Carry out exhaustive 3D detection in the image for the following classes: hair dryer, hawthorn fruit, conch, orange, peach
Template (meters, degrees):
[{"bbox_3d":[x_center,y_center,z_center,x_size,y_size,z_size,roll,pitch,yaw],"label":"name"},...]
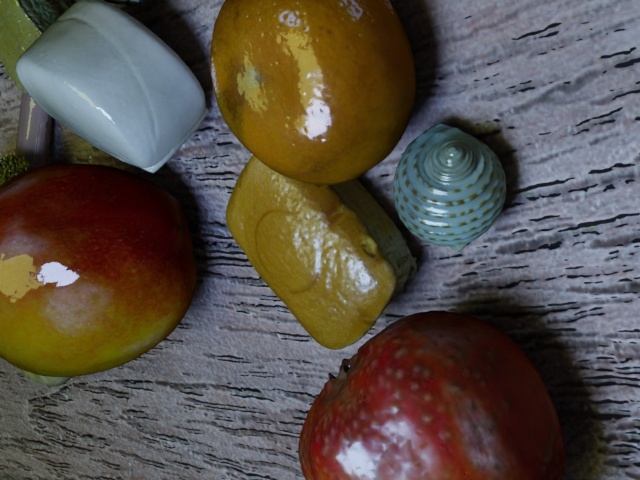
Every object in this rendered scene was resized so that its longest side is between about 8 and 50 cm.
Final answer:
[{"bbox_3d":[-0.452,-0.123,2.012,0.189,0.107,0.344,34,124,32],"label":"hair dryer"},{"bbox_3d":[0.145,0.236,1.383,0.330,0.287,0.287,41,138,6],"label":"hawthorn fruit"},{"bbox_3d":[0.124,-0.053,1.362,0.135,0.102,0.153,62,145,29],"label":"conch"},{"bbox_3d":[-0.004,-0.178,1.379,0.240,0.171,0.240,11,110,33],"label":"orange"},{"bbox_3d":[-0.321,0.035,1.767,0.332,0.308,0.307,-18,96,21],"label":"peach"}]

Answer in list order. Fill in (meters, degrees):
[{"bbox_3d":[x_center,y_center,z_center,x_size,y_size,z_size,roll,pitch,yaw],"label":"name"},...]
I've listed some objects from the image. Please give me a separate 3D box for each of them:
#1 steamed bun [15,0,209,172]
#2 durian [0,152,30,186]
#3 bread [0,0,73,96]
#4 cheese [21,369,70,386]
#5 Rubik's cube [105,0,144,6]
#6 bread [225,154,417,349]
[{"bbox_3d":[-0.272,-0.207,1.657,0.242,0.146,0.164,29,160,38],"label":"steamed bun"},{"bbox_3d":[-0.478,-0.019,1.936,0.147,0.102,0.208,-11,95,34],"label":"durian"},{"bbox_3d":[-0.414,-0.320,1.835,0.196,0.102,0.138,58,144,4],"label":"bread"},{"bbox_3d":[-0.473,0.144,2.099,0.214,0.117,0.226,45,164,-6],"label":"cheese"},{"bbox_3d":[-0.247,-0.345,1.632,0.111,0.111,0.093,6,89,48],"label":"Rubik's cube"},{"bbox_3d":[0.000,0.000,1.514,0.245,0.121,0.174,54,142,17],"label":"bread"}]
